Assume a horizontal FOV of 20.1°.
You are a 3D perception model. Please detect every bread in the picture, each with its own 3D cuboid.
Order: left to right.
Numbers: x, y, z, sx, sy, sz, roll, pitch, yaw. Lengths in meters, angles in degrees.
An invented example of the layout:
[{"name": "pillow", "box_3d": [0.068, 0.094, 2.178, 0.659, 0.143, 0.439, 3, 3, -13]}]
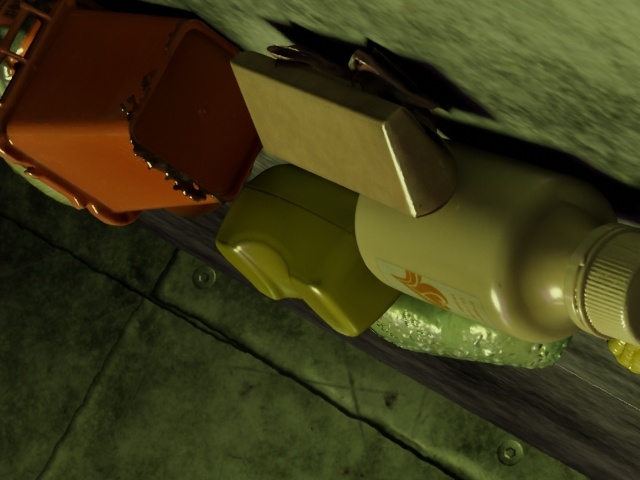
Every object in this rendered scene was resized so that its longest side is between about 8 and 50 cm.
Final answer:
[{"name": "bread", "box_3d": [0.148, 0.086, 1.747, 0.232, 0.064, 0.172, 9, 177, 34]}]

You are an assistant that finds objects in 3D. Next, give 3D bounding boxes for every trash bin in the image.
[{"name": "trash bin", "box_3d": [-0.156, -0.113, 1.466, 0.184, 0.161, 0.239, 34, 165, -29]}]

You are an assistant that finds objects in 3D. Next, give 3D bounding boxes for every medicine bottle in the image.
[{"name": "medicine bottle", "box_3d": [0.135, 0.006, 1.183, 0.114, 0.114, 0.252, 36, 171, -37]}]

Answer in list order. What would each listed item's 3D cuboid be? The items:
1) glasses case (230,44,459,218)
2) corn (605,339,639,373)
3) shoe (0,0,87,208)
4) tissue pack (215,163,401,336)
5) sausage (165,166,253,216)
[{"name": "glasses case", "box_3d": [0.020, -0.096, 1.206, 0.193, 0.070, 0.102, 26, 144, 51]}, {"name": "corn", "box_3d": [0.248, 0.058, 1.271, 0.072, 0.072, 0.203, 30, 172, 3]}, {"name": "shoe", "box_3d": [-0.291, -0.182, 1.639, 0.336, 0.132, 0.171, 43, 150, 1]}, {"name": "tissue pack", "box_3d": [0.000, 0.000, 1.705, 0.178, 0.127, 0.123, 23, 163, 43]}, {"name": "sausage", "box_3d": [-0.122, -0.079, 1.736, 0.105, 0.105, 0.274, 31, 171, -5]}]
